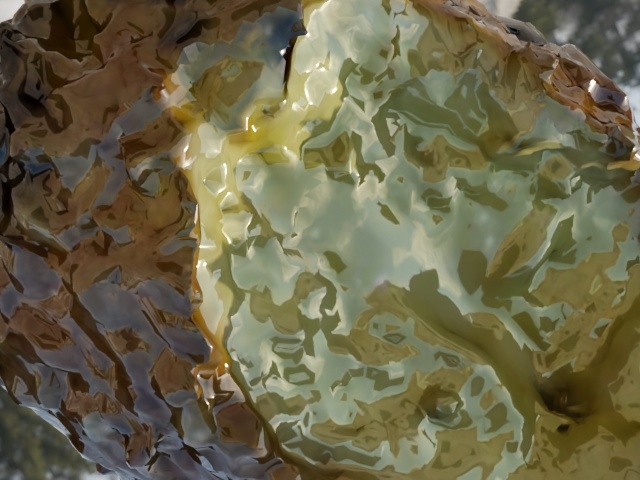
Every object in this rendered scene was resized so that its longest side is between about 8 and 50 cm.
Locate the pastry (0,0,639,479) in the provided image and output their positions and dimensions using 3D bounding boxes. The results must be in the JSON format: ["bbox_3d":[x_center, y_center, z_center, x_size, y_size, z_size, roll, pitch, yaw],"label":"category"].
[{"bbox_3d":[0.002,0.004,0.648,0.292,0.405,0.337,-64,-158,-9],"label":"pastry"}]
